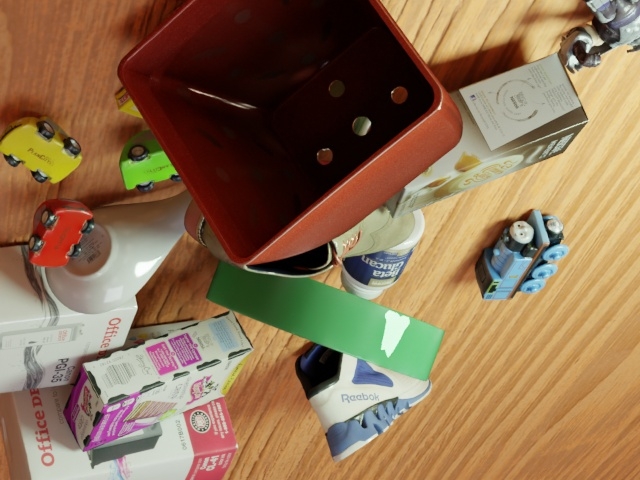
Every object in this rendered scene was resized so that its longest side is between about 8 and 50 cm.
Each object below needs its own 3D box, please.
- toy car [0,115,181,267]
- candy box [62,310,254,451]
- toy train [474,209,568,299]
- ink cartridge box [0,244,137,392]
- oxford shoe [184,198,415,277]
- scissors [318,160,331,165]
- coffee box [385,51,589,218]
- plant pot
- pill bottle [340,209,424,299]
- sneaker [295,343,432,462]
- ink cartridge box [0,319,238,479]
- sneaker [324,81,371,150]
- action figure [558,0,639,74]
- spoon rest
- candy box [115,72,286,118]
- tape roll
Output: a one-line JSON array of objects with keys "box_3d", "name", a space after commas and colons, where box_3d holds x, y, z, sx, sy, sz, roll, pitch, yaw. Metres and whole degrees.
[{"box_3d": [-0.251, -0.082, 1.574, 0.225, 0.053, 0.239, -17, 141, -12], "name": "toy car"}, {"box_3d": [-0.223, 0.193, 1.861, 0.233, 0.071, 0.159, -20, 158, -30], "name": "candy box"}, {"box_3d": [0.312, 0.026, 2.109, 0.105, 0.080, 0.184, -3, 148, -17], "name": "toy train"}, {"box_3d": [-0.398, 0.103, 1.761, 0.283, 0.117, 0.207, -6, 149, -24], "name": "ink cartridge box"}, {"box_3d": [0.000, 0.000, 1.690, 0.348, 0.130, 0.123, -4, 128, -39], "name": "oxford shoe"}, {"box_3d": [0.021, -0.092, 1.734, 0.297, 0.021, 0.109, -2, 176, -28], "name": "scissors"}, {"box_3d": [0.191, -0.128, 1.685, 0.247, 0.098, 0.141, -21, 169, -8], "name": "coffee box"}, {"box_3d": [-0.002, -0.143, 1.430, 0.267, 0.267, 0.236, -39, 160, 16], "name": "plant pot"}, {"box_3d": [0.081, 0.013, 1.922, 0.094, 0.094, 0.169, -8, 150, -20], "name": "pill bottle"}, {"box_3d": [0.065, 0.228, 2.267, 0.127, 0.182, 0.315, -33, 178, 27], "name": "sneaker"}, {"box_3d": [-0.301, 0.254, 1.974, 0.306, 0.226, 0.131, -6, 151, -25], "name": "ink cartridge box"}, {"box_3d": [0.011, -0.138, 1.624, 0.064, 0.086, 0.192, 8, 142, -41], "name": "sneaker"}, {"box_3d": [0.347, -0.278, 1.575, 0.185, 0.099, 0.285, -42, 152, 7], "name": "action figure"}, {"box_3d": [-0.220, -0.017, 1.670, 0.276, 0.137, 0.084, -37, 157, 6], "name": "spoon rest"}, {"box_3d": [-0.126, -0.160, 1.565, 0.105, 0.027, 0.206, -35, 148, 31], "name": "candy box"}, {"box_3d": [0.007, 0.101, 1.836, 0.321, 0.077, 0.321, 20, 177, 1], "name": "tape roll"}]
